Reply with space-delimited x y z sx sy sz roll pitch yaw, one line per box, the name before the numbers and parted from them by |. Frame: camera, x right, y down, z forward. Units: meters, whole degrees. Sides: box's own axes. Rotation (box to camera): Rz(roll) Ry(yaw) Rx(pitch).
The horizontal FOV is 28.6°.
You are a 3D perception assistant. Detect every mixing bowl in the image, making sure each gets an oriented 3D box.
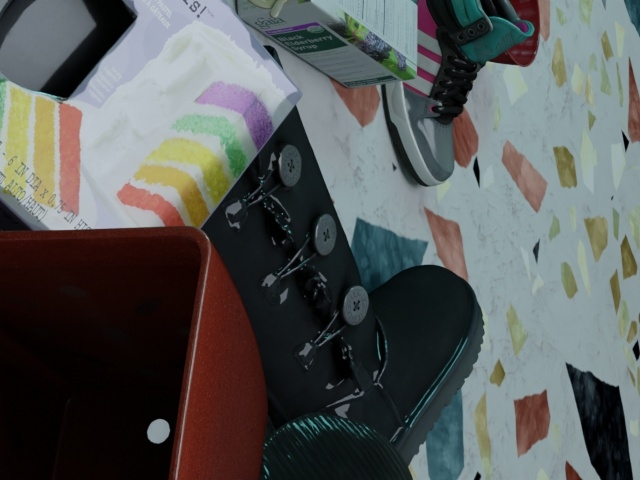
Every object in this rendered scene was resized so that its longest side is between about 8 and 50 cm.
mixing bowl | 0.227 -0.323 1.741 0.181 0.098 0.181 14 73 -57

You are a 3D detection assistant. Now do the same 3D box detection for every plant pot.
plant pot | -0.169 0.159 0.858 0.236 0.267 0.267 50 42 -62

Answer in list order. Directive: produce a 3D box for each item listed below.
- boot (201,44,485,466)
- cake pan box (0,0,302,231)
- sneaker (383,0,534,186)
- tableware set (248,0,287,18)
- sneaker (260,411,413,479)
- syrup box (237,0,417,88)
boot | 0.000 0.001 1.278 0.445 0.146 0.367 61 36 -26
cake pan box | -0.171 -0.115 0.953 0.267 0.070 0.246 49 64 -30
sneaker | 0.178 -0.221 1.560 0.124 0.178 0.296 -21 103 -59
tableware set | -0.065 -0.302 1.224 0.168 0.020 0.141 36 66 -9
sneaker | -0.056 0.254 1.115 0.330 0.146 0.122 -12 59 -46
syrup box | 0.013 -0.251 1.373 0.237 0.093 0.096 22 66 -56
